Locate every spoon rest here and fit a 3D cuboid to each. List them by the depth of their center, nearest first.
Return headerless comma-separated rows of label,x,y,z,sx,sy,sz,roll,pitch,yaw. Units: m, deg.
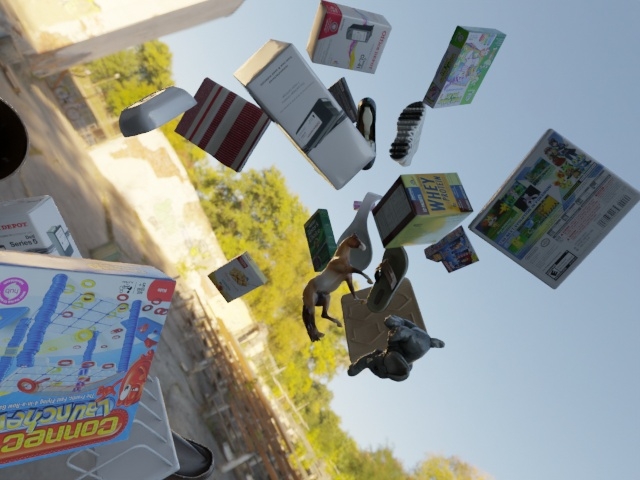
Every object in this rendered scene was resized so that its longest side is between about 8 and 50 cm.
spoon rest,0.131,-0.025,1.525,0.137,0.084,0.277,22,-77,23

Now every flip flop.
flip flop,0.236,0.137,1.681,0.112,0.277,0.080,29,9,36

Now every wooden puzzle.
wooden puzzle,0.260,0.341,1.897,0.348,0.322,0.081,-99,167,-45

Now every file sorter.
file sorter,-0.500,0.459,1.117,0.278,0.192,0.173,53,-11,43

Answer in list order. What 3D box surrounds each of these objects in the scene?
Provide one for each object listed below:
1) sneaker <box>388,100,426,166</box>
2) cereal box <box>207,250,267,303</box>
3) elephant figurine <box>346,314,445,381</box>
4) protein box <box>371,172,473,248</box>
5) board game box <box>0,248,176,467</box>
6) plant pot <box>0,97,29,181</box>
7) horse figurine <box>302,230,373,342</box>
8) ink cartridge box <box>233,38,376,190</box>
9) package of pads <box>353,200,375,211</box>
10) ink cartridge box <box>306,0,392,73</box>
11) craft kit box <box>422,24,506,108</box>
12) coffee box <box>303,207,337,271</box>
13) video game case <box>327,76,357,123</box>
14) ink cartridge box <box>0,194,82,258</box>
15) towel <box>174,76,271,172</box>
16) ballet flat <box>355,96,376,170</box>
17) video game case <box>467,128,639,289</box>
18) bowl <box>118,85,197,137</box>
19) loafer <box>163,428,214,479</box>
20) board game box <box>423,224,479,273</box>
sneaker,0.376,-0.447,1.920,0.110,0.292,0.118,16,-11,36
cereal box,-0.388,0.173,2.123,0.173,0.240,0.047,55,26,-10
elephant figurine,0.229,0.370,1.434,0.169,0.240,0.186,20,8,-34
protein box,0.293,-0.087,1.346,0.201,0.199,0.136,125,-45,-57
board game box,-0.413,0.179,0.709,0.086,0.302,0.308,20,4,36
plant pot,-0.833,-0.219,1.058,0.230,0.215,0.216,-4,-66,42
horse figurine,0.028,0.117,1.079,0.066,0.263,0.174,25,21,-41
ink cartridge box,-0.048,-0.368,1.336,0.395,0.166,0.285,46,5,-31
package of pads,0.164,-0.128,1.721,0.050,0.083,0.032,65,32,-80
ink cartridge box,0.119,-0.864,1.956,0.226,0.306,0.131,112,-28,-42
craft kit box,0.466,-0.558,1.480,0.061,0.249,0.247,46,-45,25
coffee box,0.000,0.000,1.497,0.113,0.040,0.184,-44,-129,48
video game case,0.085,-0.614,2.099,0.196,0.026,0.274,67,-17,-10
ink cartridge box,-0.814,0.029,1.286,0.115,0.198,0.273,-85,165,-60
towel,-0.350,-0.415,1.635,0.329,0.237,0.037,34,6,19
ballet flat,0.170,-0.406,1.760,0.096,0.095,0.281,-81,169,-73
video game case,0.620,-0.077,1.223,0.300,0.329,0.036,35,18,-2
bowl,-0.344,-0.269,0.940,0.142,0.142,0.053,5,-48,44
loafer,-0.481,0.640,1.383,0.130,0.365,0.134,-51,-155,30
board game box,0.560,0.050,1.978,0.194,0.194,0.060,50,25,-36
